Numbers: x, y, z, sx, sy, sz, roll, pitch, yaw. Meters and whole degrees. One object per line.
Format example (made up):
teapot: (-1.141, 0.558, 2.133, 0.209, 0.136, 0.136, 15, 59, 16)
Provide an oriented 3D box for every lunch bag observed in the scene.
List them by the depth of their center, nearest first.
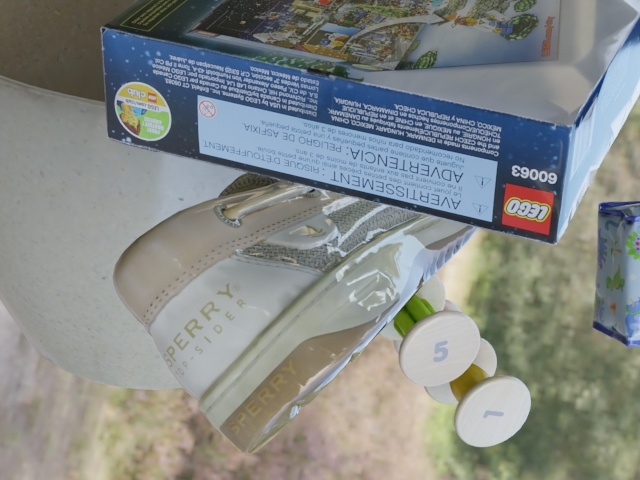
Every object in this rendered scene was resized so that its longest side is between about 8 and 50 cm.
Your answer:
lunch bag: (0.341, 0.027, 1.403, 0.096, 0.151, 0.128, -142, -129, -71)

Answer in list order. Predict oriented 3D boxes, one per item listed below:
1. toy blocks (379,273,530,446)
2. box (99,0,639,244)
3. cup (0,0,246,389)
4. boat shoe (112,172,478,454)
toy blocks: (0.065, 0.053, 0.960, 0.123, 0.054, 0.148, 50, 2, -35)
box: (0.046, -0.090, 0.553, 0.233, 0.159, 0.044, -51, 148, -51)
cup: (-0.113, -0.041, 1.011, 0.331, 0.331, 0.236, -60, 161, -62)
boat shoe: (0.000, 0.000, 0.675, 0.109, 0.098, 0.302, -48, 175, 22)
